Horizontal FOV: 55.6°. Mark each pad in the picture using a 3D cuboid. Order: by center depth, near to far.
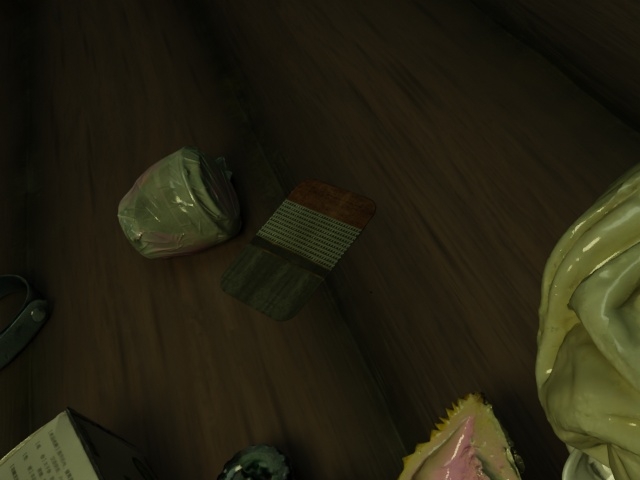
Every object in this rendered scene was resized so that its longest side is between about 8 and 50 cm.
[{"bbox_3d":[0.013,0.016,0.900,0.323,0.055,0.250,11,57,51],"label":"pad"}]

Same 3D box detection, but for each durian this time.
[{"bbox_3d":[0.154,0.248,0.573,0.182,0.165,0.132,48,119,36],"label":"durian"}]

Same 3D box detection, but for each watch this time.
[{"bbox_3d":[-0.580,0.152,1.048,0.193,0.068,0.206,8,55,30],"label":"watch"}]

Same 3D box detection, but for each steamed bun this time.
[{"bbox_3d":[0.343,0.081,0.414,0.347,0.237,0.394,-15,71,-1],"label":"steamed bun"}]

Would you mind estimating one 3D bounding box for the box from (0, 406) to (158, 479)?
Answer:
[{"bbox_3d":[-0.221,0.360,0.648,0.145,0.173,0.333,-43,49,-10],"label":"box"}]

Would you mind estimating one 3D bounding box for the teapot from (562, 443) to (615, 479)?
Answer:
[{"bbox_3d":[0.346,0.157,0.584,0.298,0.139,0.204,-44,47,-13],"label":"teapot"}]

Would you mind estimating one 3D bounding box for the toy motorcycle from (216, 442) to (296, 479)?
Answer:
[{"bbox_3d":[-0.029,0.346,0.598,0.327,0.143,0.188,24,66,44],"label":"toy motorcycle"}]

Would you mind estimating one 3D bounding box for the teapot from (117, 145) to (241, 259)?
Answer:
[{"bbox_3d":[-0.244,-0.072,1.016,0.178,0.163,0.221,-25,47,13],"label":"teapot"}]
